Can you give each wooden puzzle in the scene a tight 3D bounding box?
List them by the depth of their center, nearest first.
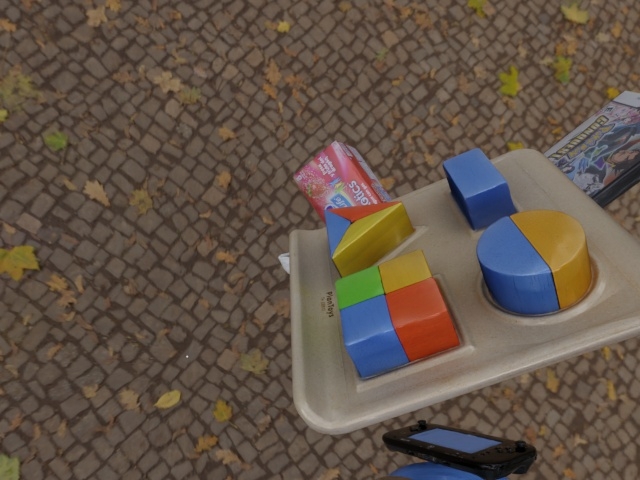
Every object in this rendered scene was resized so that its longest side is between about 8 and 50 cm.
[{"bbox_3d":[0.129,0.008,0.536,0.347,0.322,0.081,-18,121,7],"label":"wooden puzzle"}]

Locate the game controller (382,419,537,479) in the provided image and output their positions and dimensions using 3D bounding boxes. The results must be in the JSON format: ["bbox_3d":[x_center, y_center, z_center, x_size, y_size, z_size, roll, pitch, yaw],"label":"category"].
[{"bbox_3d":[0.279,0.431,1.079,0.166,0.319,0.067,11,76,-34],"label":"game controller"}]

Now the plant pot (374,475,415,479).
[{"bbox_3d":[0.133,0.560,0.904,0.262,0.263,0.230,12,97,-12],"label":"plant pot"}]

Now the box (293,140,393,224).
[{"bbox_3d":[0.078,-0.064,1.055,0.122,0.128,0.257,-38,80,19],"label":"box"}]

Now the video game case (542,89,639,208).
[{"bbox_3d":[0.598,-0.193,1.054,0.274,0.248,0.035,-38,113,8],"label":"video game case"}]

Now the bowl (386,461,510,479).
[{"bbox_3d":[0.306,0.635,1.105,0.391,0.391,0.077,37,38,-4],"label":"bowl"}]

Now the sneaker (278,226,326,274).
[{"bbox_3d":[0.000,0.000,1.165,0.212,0.080,0.094,-41,125,0],"label":"sneaker"}]
